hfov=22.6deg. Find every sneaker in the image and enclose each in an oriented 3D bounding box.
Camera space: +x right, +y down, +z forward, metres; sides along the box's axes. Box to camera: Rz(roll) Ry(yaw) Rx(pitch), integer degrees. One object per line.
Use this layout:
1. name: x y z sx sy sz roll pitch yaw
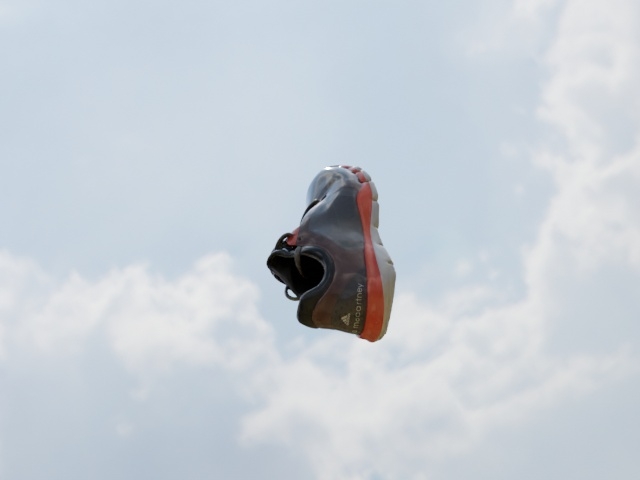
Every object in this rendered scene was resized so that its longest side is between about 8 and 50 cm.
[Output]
1. sneaker: 0.000 0.000 0.927 0.065 0.158 0.061 3 -62 -11
